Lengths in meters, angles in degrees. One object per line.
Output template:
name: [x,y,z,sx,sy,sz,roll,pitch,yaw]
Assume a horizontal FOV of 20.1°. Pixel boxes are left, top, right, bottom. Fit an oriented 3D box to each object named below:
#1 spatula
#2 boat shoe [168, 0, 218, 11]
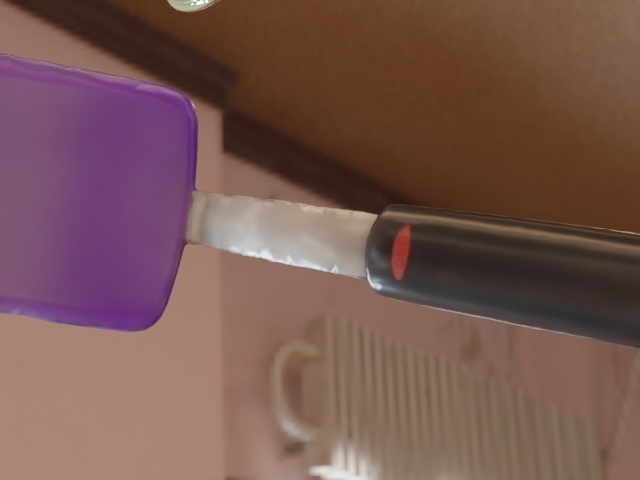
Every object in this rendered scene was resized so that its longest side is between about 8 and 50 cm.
spatula: [0.000,0.000,0.529,0.296,0.084,0.030,10,-179,31]
boat shoe: [-0.073,-0.149,0.888,0.045,0.050,0.135,48,175,-29]
